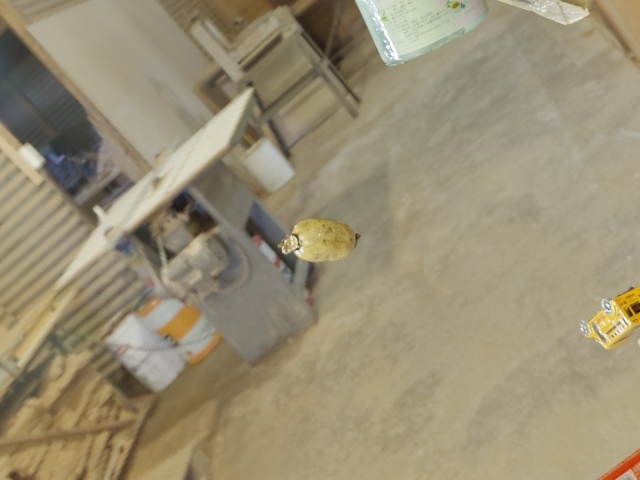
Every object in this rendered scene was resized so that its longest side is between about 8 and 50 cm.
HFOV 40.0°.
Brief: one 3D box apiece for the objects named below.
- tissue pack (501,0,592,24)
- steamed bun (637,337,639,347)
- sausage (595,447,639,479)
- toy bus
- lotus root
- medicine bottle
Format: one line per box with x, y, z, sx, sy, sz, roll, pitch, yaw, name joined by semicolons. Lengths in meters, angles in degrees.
0.422;-0.530;1.626;0.090;0.186;0.222;148;134;-71;tissue pack
0.486;0.186;0.965;0.292;0.296;0.137;-48;-29;-51;steamed bun
0.393;0.317;1.162;0.129;0.034;0.034;-32;13;-12;sausage
0.524;0.141;1.552;0.070;0.074;0.162;-23;-21;-15;toy bus
0.000;0.000;1.421;0.152;0.072;0.063;-5;22;-26;lotus root
0.175;-0.538;1.775;0.245;0.290;0.245;-26;19;10;medicine bottle
